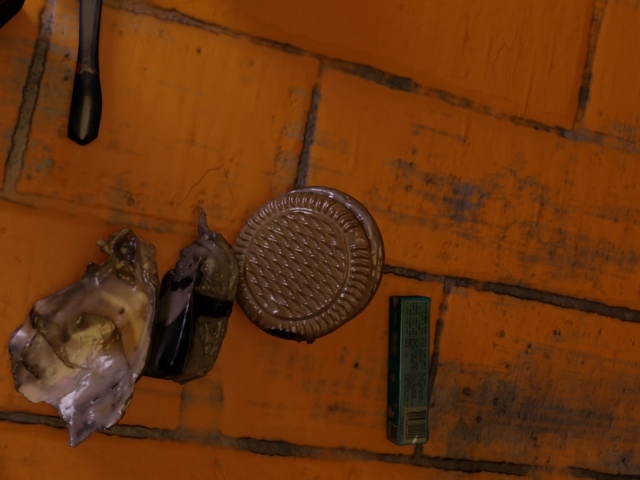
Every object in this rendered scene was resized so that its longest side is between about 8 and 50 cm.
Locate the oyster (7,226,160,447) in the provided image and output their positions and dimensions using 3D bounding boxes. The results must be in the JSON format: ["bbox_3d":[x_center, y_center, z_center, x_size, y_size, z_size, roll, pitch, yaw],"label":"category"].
[{"bbox_3d":[-0.342,0.147,1.231,0.271,0.100,0.275,-23,89,-10],"label":"oyster"}]

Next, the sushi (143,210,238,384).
[{"bbox_3d":[-0.191,0.097,1.294,0.109,0.134,0.273,29,66,-34],"label":"sushi"}]

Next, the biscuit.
[{"bbox_3d":[-0.023,0.036,1.307,0.259,0.079,0.259,-1,85,17],"label":"biscuit"}]

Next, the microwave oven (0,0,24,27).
[{"bbox_3d":[-0.502,-0.346,1.071,0.178,0.247,0.188,44,77,-21],"label":"microwave oven"}]

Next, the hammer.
[{"bbox_3d":[-0.360,-0.291,1.240,0.137,0.037,0.290,5,90,-23],"label":"hammer"}]

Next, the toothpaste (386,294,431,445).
[{"bbox_3d":[0.160,0.234,1.468,0.065,0.050,0.267,0,92,-22],"label":"toothpaste"}]
